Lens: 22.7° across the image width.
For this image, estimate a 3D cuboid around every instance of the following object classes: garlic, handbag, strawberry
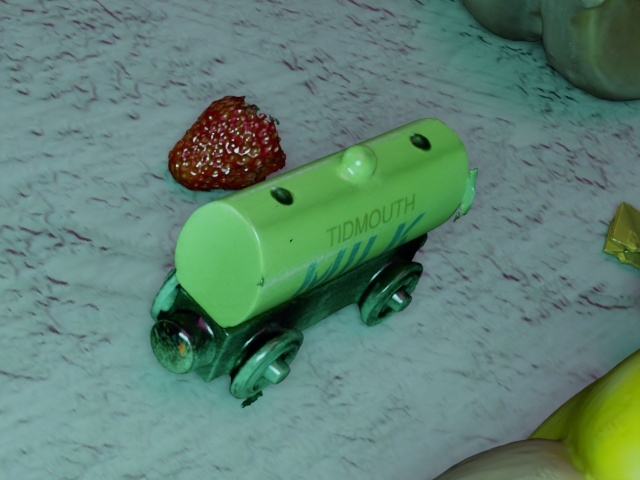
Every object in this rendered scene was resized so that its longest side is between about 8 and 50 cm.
[{"bbox_3d":[0.270,-0.271,1.437,0.340,0.245,0.231,-29,52,-30],"label":"garlic"},{"bbox_3d":[0.271,0.008,1.291,0.083,0.027,0.061,26,38,0],"label":"handbag"},{"bbox_3d":[-0.069,-0.063,1.145,0.083,0.073,0.073,-36,65,-10],"label":"strawberry"}]

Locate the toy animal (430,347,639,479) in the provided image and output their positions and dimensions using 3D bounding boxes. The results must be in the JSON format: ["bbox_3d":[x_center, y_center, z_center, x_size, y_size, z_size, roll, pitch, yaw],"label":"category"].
[{"bbox_3d":[0.178,0.199,0.849,0.345,0.277,0.246,-20,72,-47],"label":"toy animal"}]

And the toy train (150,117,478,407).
[{"bbox_3d":[0.000,0.000,1.030,0.105,0.157,0.253,44,41,20],"label":"toy train"}]
